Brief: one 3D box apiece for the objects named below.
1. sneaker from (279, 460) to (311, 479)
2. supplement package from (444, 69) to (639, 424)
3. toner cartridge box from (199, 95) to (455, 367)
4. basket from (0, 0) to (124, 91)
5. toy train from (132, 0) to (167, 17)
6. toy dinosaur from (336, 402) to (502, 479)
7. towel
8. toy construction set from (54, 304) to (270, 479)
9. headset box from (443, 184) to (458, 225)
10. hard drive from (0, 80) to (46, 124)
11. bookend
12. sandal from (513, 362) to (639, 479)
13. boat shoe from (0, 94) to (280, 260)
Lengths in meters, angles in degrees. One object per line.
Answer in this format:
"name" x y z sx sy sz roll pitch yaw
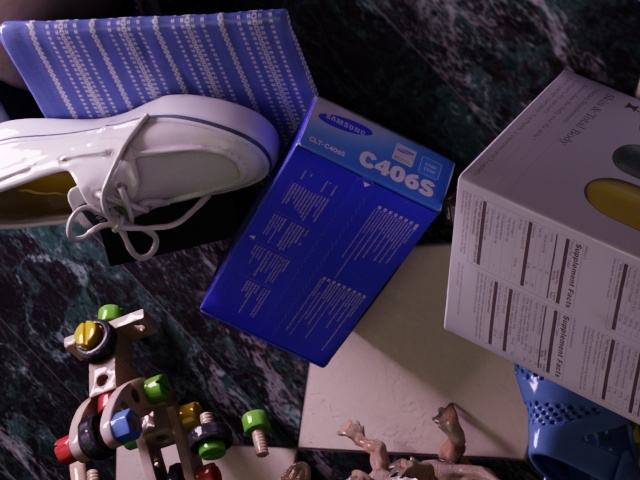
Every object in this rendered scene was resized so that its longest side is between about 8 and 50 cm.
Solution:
"sneaker" -0.029 0.340 2.318 0.042 0.067 0.118 27 109 26
"supplement package" 0.280 0.012 1.600 0.262 0.199 0.198 26 138 24
"toner cartridge box" 0.000 0.000 1.911 0.165 0.075 0.348 25 142 -7
"basket" -0.286 -0.289 1.896 0.204 0.154 0.227 32 140 -15
"toy train" -0.177 -0.213 1.961 0.036 0.027 0.158 21 138 44
"toy dinosaur" 0.129 0.312 2.084 0.295 0.127 0.200 -17 119 36
"towel" -0.155 -0.155 1.872 0.336 0.040 0.243 0 141 21
"toy construction set" -0.265 0.231 2.322 0.309 0.257 0.237 -43 47 37
"headset box" 0.175 -0.035 1.766 0.083 0.062 0.032 17 135 33
"hard drive" -0.360 -0.188 2.041 0.054 0.172 0.255 -17 111 31
"bookend" -0.185 -0.057 2.054 0.157 0.156 0.072 -13 125 -2
"sandal" 0.263 0.189 1.812 0.126 0.138 0.317 -15 101 49
"boat shoe" -0.223 -0.055 1.862 0.367 0.156 0.136 -1 140 23
